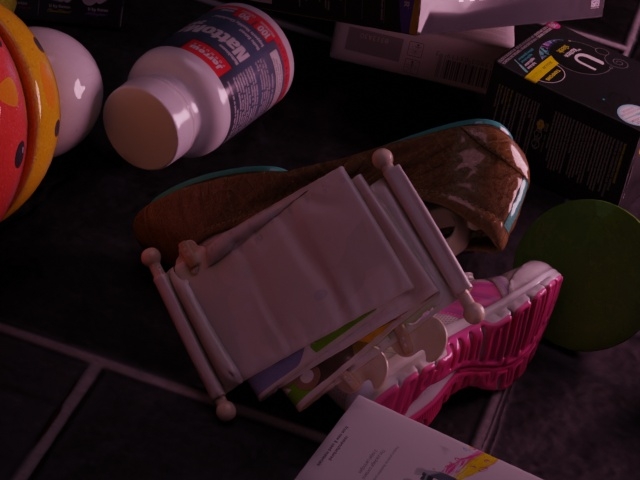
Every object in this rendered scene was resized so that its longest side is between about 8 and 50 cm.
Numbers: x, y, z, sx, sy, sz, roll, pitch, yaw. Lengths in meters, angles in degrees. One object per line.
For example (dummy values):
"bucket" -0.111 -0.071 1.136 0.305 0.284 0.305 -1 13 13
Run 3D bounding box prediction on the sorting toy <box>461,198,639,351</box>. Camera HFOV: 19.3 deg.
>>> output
"sorting toy" 0.263 0.040 1.612 0.365 0.127 0.126 25 8 21

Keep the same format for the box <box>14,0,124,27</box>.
"box" -0.274 -0.342 1.909 0.163 0.142 0.247 4 37 -11

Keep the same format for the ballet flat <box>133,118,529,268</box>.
"ballet flat" 0.000 0.000 1.475 0.342 0.116 0.124 -11 54 20

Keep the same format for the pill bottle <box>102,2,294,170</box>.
"pill bottle" -0.112 -0.136 1.706 0.108 0.108 0.180 26 38 18

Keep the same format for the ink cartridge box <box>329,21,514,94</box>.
"ink cartridge box" 0.109 -0.214 1.946 0.181 0.056 0.224 13 17 1

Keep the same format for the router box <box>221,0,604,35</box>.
"router box" 0.093 -0.259 1.809 0.243 0.081 0.309 15 18 39

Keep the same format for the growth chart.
"growth chart" -0.008 0.040 1.410 0.172 0.237 0.021 68 18 10

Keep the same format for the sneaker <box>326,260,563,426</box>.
"sneaker" 0.092 0.066 1.494 0.252 0.103 0.111 -23 50 -40

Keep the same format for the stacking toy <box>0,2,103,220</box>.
"stacking toy" -0.323 -0.107 1.492 0.350 0.350 0.480 25 22 17

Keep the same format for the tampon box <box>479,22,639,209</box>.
"tampon box" 0.249 -0.116 1.790 0.161 0.101 0.120 28 38 21

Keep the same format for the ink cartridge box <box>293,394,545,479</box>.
"ink cartridge box" 0.066 0.216 1.260 0.176 0.128 0.127 24 37 15

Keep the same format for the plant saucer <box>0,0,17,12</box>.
"plant saucer" -0.365 -0.189 1.613 0.188 0.188 0.045 -23 69 1
